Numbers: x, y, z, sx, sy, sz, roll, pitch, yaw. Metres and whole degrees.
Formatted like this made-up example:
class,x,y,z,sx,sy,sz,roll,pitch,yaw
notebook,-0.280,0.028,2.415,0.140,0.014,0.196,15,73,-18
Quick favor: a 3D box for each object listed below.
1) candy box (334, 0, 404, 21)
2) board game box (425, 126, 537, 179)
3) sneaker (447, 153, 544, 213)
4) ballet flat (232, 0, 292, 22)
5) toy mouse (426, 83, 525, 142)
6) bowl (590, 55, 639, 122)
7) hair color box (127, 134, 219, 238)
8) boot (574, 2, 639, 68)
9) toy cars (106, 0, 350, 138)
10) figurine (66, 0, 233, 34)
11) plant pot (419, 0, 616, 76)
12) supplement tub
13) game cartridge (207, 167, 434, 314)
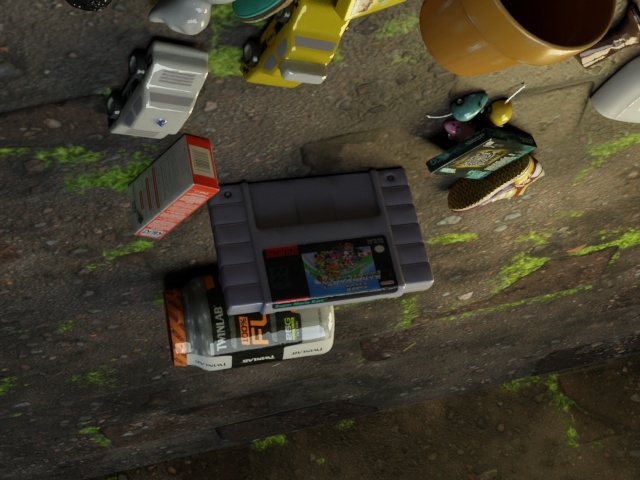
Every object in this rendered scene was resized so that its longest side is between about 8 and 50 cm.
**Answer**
class,x,y,z,sx,sy,sz,roll,pitch,yaw
candy box,0.089,-0.351,1.183,0.105,0.027,0.206,-26,161,-27
board game box,0.277,-0.147,1.692,0.126,0.026,0.186,-30,163,31
sneaker,0.324,-0.095,1.820,0.186,0.069,0.084,-28,146,31
ballet flat,-0.025,-0.326,1.176,0.067,0.073,0.206,-9,162,-45
toy mouse,0.242,-0.195,1.614,0.143,0.031,0.161,-4,153,-20
bowl,0.540,-0.243,1.641,0.142,0.053,0.142,1,152,-30
hair color box,-0.232,-0.082,1.546,0.053,0.093,0.167,12,145,-42
boot,0.431,-0.303,1.485,0.114,0.037,0.106,-18,153,21
toy cars,-0.125,-0.215,1.327,0.394,0.087,0.176,-19,154,12
figurine,-0.175,-0.309,1.128,0.215,0.092,0.209,7,156,-38
plant pot,0.226,-0.296,1.231,0.205,0.205,0.188,1,166,-28
supplement tub,-0.144,0.152,1.957,0.316,0.193,0.193,-8,154,-12
game cartridge,0.000,0.000,1.670,0.355,0.230,0.068,-7,154,-15
